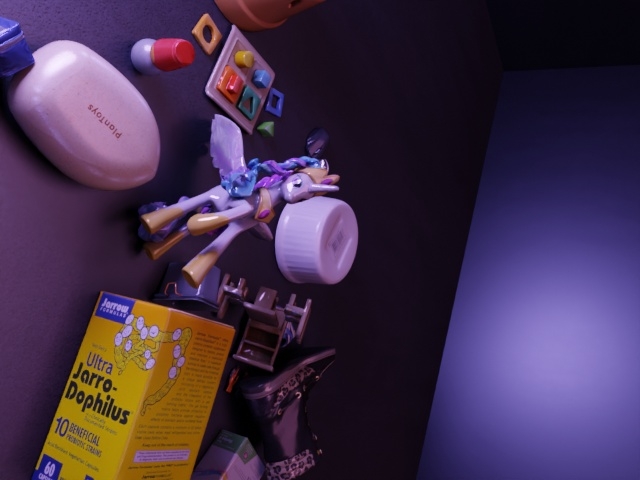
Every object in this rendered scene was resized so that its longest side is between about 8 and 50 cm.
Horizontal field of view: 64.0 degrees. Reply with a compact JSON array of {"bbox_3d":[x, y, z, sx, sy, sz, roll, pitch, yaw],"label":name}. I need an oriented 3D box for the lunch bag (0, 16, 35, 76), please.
[{"bbox_3d":[-0.464,-0.280,0.718,0.065,0.099,0.067,92,24,-46],"label":"lunch bag"}]

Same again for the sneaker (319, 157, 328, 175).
[{"bbox_3d":[-0.005,-0.198,1.552,0.044,0.040,0.109,7,90,-57],"label":"sneaker"}]

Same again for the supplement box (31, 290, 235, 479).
[{"bbox_3d":[-0.338,0.299,0.961,0.195,0.194,0.356,35,66,-56],"label":"supplement box"}]

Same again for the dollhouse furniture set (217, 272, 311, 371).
[{"bbox_3d":[-0.147,0.214,1.252,0.242,0.212,0.160,93,14,-69],"label":"dollhouse furniture set"}]

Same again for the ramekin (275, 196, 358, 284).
[{"bbox_3d":[0.000,0.000,1.513,0.277,0.135,0.277,-21,115,-56],"label":"ramekin"}]

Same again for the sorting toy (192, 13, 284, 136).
[{"bbox_3d":[-0.177,-0.378,1.217,0.348,0.047,0.195,38,65,-55],"label":"sorting toy"}]

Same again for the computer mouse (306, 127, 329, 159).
[{"bbox_3d":[-0.028,-0.238,1.503,0.242,0.041,0.071,-65,146,-25],"label":"computer mouse"}]

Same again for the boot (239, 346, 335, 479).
[{"bbox_3d":[-0.061,0.469,1.444,0.377,0.138,0.284,-13,92,-60],"label":"boot"}]

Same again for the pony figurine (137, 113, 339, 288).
[{"bbox_3d":[-0.183,-0.075,1.050,0.364,0.351,0.302,-33,122,-29],"label":"pony figurine"}]

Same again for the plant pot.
[{"bbox_3d":[-0.093,-0.630,1.149,0.291,0.204,0.290,-21,115,-57],"label":"plant pot"}]

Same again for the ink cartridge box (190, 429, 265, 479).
[{"bbox_3d":[-0.248,0.613,1.281,0.212,0.093,0.154,-55,140,-41],"label":"ink cartridge box"}]

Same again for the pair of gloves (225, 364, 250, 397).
[{"bbox_3d":[-0.220,0.373,1.354,0.083,0.010,0.074,57,48,-51],"label":"pair of gloves"}]

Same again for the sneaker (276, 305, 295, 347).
[{"bbox_3d":[-0.113,0.246,1.462,0.059,0.053,0.144,-50,135,-39],"label":"sneaker"}]

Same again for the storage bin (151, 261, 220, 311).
[{"bbox_3d":[-0.280,0.093,1.085,0.098,0.135,0.091,42,50,-54],"label":"storage bin"}]

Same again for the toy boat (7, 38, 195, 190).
[{"bbox_3d":[-0.354,-0.242,0.887,0.318,0.148,0.267,-56,136,-25],"label":"toy boat"}]
